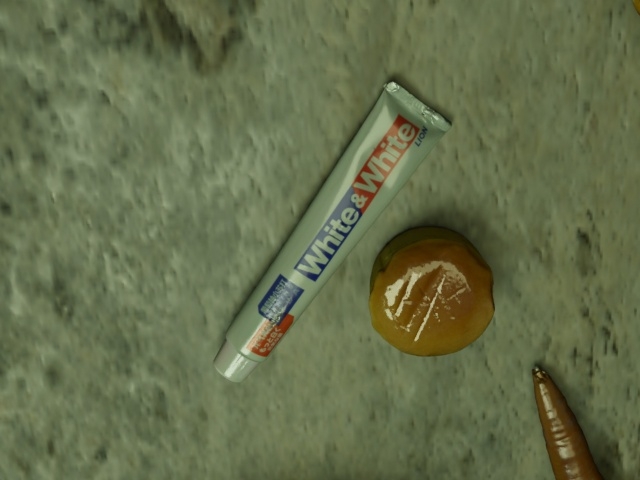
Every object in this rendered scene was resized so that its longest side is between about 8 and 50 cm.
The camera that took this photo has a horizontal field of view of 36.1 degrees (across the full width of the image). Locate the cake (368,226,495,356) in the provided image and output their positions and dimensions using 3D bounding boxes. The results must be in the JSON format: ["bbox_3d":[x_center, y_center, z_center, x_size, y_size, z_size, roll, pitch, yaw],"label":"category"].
[{"bbox_3d":[0.072,0.033,0.636,0.084,0.044,0.084,0,112,-1],"label":"cake"}]

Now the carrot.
[{"bbox_3d":[0.192,0.182,0.706,0.048,0.048,0.216,-25,106,7],"label":"carrot"}]

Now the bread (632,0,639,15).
[{"bbox_3d":[0.266,-0.110,0.565,0.102,0.094,0.245,-41,110,3],"label":"bread"}]

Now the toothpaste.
[{"bbox_3d":[0.000,0.000,0.627,0.052,0.033,0.218,32,103,-19],"label":"toothpaste"}]
